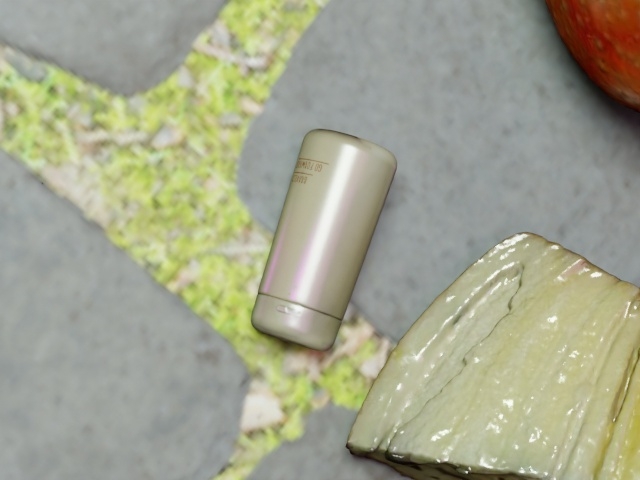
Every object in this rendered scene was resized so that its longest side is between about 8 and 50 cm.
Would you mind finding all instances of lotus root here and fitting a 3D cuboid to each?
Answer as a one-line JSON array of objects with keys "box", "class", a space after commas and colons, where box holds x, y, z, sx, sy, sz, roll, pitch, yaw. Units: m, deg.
[{"box": [0.114, 0.082, 0.827, 0.159, 0.095, 0.135, 25, 72, 19], "class": "lotus root"}]

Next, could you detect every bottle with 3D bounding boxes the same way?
[{"box": [0.000, 0.000, 0.795, 0.045, 0.045, 0.096, 21, 84, -22], "class": "bottle"}]

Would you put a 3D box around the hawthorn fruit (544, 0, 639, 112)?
[{"box": [0.189, -0.130, 0.815, 0.169, 0.169, 0.188, -33, 102, -19], "class": "hawthorn fruit"}]
